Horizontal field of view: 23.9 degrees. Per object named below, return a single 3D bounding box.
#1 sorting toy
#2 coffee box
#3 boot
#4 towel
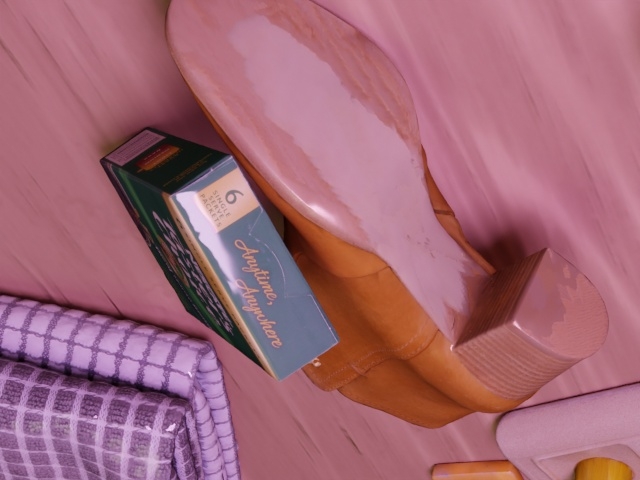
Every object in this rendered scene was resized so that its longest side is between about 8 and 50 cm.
[{"bbox_3d":[0.233,0.170,0.991,0.348,0.047,0.196,-18,129,36],"label":"sorting toy"},{"bbox_3d":[-0.060,0.001,0.802,0.113,0.040,0.184,61,167,-18],"label":"coffee box"},{"bbox_3d":[0.001,0.000,0.842,0.295,0.104,0.211,41,151,-8],"label":"boot"},{"bbox_3d":[-0.186,0.165,1.079,0.235,0.121,0.283,9,140,11],"label":"towel"}]
